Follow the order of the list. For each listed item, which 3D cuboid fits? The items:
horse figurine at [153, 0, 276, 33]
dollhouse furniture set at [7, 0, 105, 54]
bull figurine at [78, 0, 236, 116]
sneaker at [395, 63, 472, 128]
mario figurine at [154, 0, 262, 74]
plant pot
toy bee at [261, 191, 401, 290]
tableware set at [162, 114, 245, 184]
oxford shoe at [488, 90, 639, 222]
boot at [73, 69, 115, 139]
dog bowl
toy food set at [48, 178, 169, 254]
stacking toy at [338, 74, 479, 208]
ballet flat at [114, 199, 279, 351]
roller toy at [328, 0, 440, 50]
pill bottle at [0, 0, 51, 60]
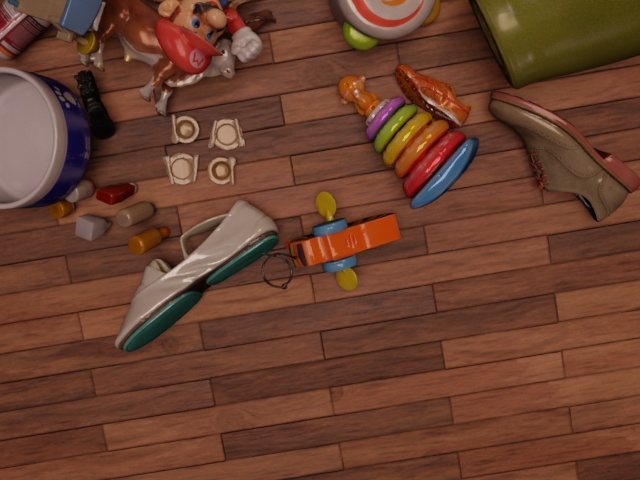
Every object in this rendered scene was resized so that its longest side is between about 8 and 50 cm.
[{"bbox_3d":[-0.216,-0.486,1.363,0.263,0.066,0.174,38,89,-1],"label":"horse figurine"},{"bbox_3d":[-0.437,-0.498,1.292,0.286,0.198,0.303,22,94,33],"label":"dollhouse furniture set"},{"bbox_3d":[-0.317,-0.365,1.355,0.310,0.101,0.188,32,84,-1],"label":"bull figurine"},{"bbox_3d":[0.222,-0.295,1.395,0.175,0.064,0.067,38,76,-9],"label":"sneaker"},{"bbox_3d":[-0.177,-0.443,1.241,0.198,0.170,0.321,19,79,-4],"label":"mario figurine"},{"bbox_3d":[0.457,-0.452,1.243,0.353,0.366,0.367,-26,97,15],"label":"plant pot"},{"bbox_3d":[0.000,0.000,1.398,0.298,0.162,0.195,4,89,-25],"label":"toy bee"},{"bbox_3d":[-0.238,-0.182,1.424,0.168,0.020,0.141,3,97,0],"label":"tableware set"},{"bbox_3d":[0.458,-0.164,1.374,0.348,0.123,0.130,34,102,-3],"label":"oxford shoe"},{"bbox_3d":[-0.450,-0.271,1.390,0.045,0.121,0.099,-21,67,-11],"label":"boot"},{"bbox_3d":[-0.580,-0.193,1.345,0.264,0.104,0.265,1,94,19],"label":"dog bowl"},{"bbox_3d":[-0.424,-0.062,1.420,0.232,0.104,0.111,19,111,16],"label":"toy food set"},{"bbox_3d":[0.149,-0.214,1.366,0.302,0.166,0.175,42,108,7],"label":"stacking toy"},{"bbox_3d":[-0.268,0.062,1.416,0.400,0.139,0.139,-38,96,1],"label":"ballet flat"},{"bbox_3d":[0.116,-0.476,1.321,0.209,0.146,0.191,-22,106,-3],"label":"roller toy"},{"bbox_3d":[-0.584,-0.429,1.361,0.152,0.086,0.086,-39,96,5],"label":"pill bottle"}]
